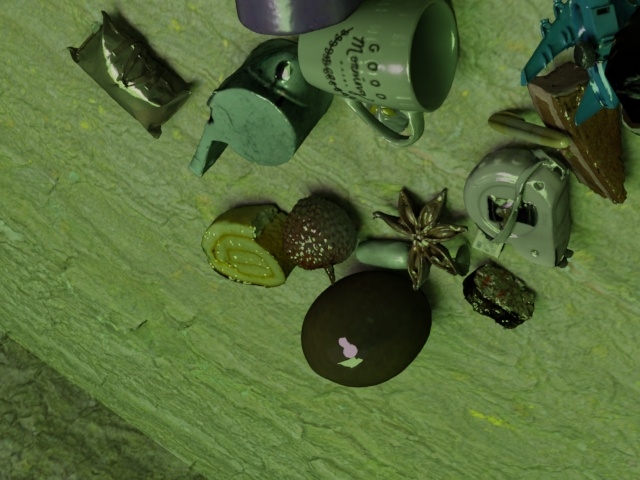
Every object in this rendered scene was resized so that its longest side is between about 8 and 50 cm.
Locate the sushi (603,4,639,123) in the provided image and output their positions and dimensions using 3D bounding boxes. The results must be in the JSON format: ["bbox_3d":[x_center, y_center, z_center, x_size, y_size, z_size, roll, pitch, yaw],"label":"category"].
[{"bbox_3d":[0.561,-0.259,1.394,0.215,0.227,0.212,-6,135,47],"label":"sushi"}]

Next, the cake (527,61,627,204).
[{"bbox_3d":[0.445,-0.179,1.678,0.116,0.113,0.295,43,170,49],"label":"cake"}]

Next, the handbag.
[{"bbox_3d":[-0.394,-0.346,2.107,0.270,0.117,0.182,45,134,-13],"label":"handbag"}]

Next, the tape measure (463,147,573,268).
[{"bbox_3d":[0.361,-0.073,1.841,0.197,0.120,0.236,13,134,28],"label":"tape measure"}]

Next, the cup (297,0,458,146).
[{"bbox_3d":[0.096,-0.285,1.724,0.234,0.186,0.258,8,120,32],"label":"cup"}]

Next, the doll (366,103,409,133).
[{"bbox_3d":[0.123,-0.259,1.850,0.094,0.079,0.180,11,126,28],"label":"doll"}]

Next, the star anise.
[{"bbox_3d":[0.217,-0.015,2.022,0.172,0.063,0.208,-37,76,28],"label":"star anise"}]

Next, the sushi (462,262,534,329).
[{"bbox_3d":[0.366,0.113,2.065,0.150,0.090,0.078,36,147,-6],"label":"sushi"}]

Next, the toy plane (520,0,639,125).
[{"bbox_3d":[0.411,-0.317,1.500,0.105,0.254,0.271,-127,23,-72],"label":"toy plane"}]

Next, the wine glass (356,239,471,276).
[{"bbox_3d":[0.189,0.032,2.129,0.262,0.074,0.074,5,134,35],"label":"wine glass"}]

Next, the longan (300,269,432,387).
[{"bbox_3d":[0.098,0.188,2.204,0.300,0.300,0.243,-1,110,37],"label":"longan"}]

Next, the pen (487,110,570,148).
[{"bbox_3d":[0.352,-0.188,1.702,0.032,0.040,0.233,36,179,-27],"label":"pen"}]

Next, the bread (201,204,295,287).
[{"bbox_3d":[-0.161,0.005,2.317,0.257,0.124,0.185,3,127,36],"label":"bread"}]

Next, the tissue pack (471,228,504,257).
[{"bbox_3d":[0.339,-0.012,1.983,0.062,0.042,0.083,26,143,13],"label":"tissue pack"}]

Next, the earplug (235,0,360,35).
[{"bbox_3d":[-0.067,-0.559,1.551,0.215,0.215,0.455,13,135,26],"label":"earplug"}]

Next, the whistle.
[{"bbox_3d":[-0.145,-0.253,1.972,0.405,0.168,0.188,-11,125,43],"label":"whistle"}]

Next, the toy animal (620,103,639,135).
[{"bbox_3d":[0.528,-0.196,1.596,0.098,0.098,0.137,-11,125,44],"label":"toy animal"}]

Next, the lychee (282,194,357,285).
[{"bbox_3d":[0.000,0.000,2.147,0.165,0.165,0.197,-24,81,49],"label":"lychee"}]
